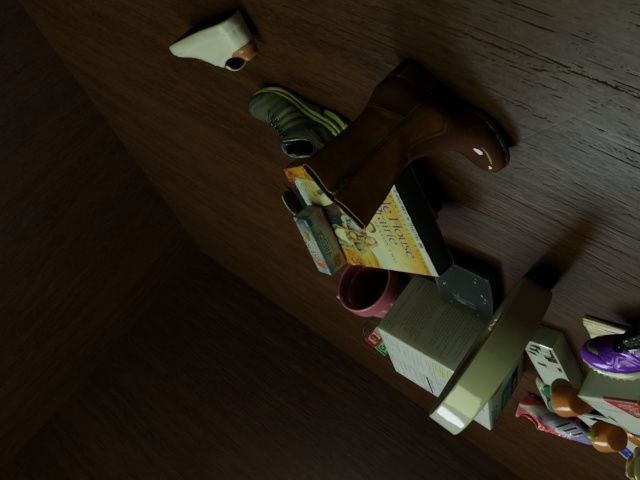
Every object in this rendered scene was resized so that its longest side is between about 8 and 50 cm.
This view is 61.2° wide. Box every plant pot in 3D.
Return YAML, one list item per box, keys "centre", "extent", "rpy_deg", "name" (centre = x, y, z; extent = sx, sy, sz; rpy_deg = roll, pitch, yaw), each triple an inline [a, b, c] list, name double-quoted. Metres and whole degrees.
- centre: [0.189, 0.167, 1.756]
  extent: [0.180, 0.201, 0.201]
  rpy_deg: [33, 170, -41]
  name: "plant pot"

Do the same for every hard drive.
- centre: [0.387, 0.119, 1.427]
  extent: [0.172, 0.054, 0.254]
  rpy_deg: [28, 159, 32]
  name: "hard drive"

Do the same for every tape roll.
- centre: [0.383, 0.257, 1.226]
  extent: [0.072, 0.392, 0.392]
  rpy_deg: [35, 162, 17]
  name: "tape roll"

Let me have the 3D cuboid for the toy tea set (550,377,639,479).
- centre: [0.712, 0.442, 1.339]
  extent: [0.336, 0.200, 0.124]
  rpy_deg: [42, 161, 0]
  name: "toy tea set"

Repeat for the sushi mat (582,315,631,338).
- centre: [0.717, 0.247, 1.136]
  extent: [0.317, 0.019, 0.151]
  rpy_deg: [16, 152, 52]
  name: "sushi mat"

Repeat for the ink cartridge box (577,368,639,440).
- centre: [0.754, 0.380, 1.192]
  extent: [0.273, 0.114, 0.197]
  rpy_deg: [35, 165, -2]
  name: "ink cartridge box"

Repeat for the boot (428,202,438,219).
- centre: [0.178, -0.072, 1.348]
  extent: [0.123, 0.095, 0.258]
  rpy_deg: [49, 153, -9]
  name: "boot"

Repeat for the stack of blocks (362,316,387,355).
- centre: [0.242, 0.296, 1.961]
  extent: [0.087, 0.171, 0.297]
  rpy_deg: [39, -179, 2]
  name: "stack of blocks"

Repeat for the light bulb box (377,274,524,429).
- centre: [0.406, 0.340, 1.651]
  extent: [0.361, 0.225, 0.358]
  rpy_deg: [27, 158, 32]
  name: "light bulb box"

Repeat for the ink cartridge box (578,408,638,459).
- centre: [0.881, 0.562, 1.510]
  extent: [0.333, 0.065, 0.165]
  rpy_deg: [40, 163, -6]
  name: "ink cartridge box"

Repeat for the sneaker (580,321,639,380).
- centre: [0.630, 0.187, 1.026]
  extent: [0.293, 0.102, 0.146]
  rpy_deg: [-8, 120, 53]
  name: "sneaker"

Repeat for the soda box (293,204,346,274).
- centre: [0.000, 0.000, 1.416]
  extent: [0.058, 0.063, 0.183]
  rpy_deg: [16, 137, 52]
  name: "soda box"

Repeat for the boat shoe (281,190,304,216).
- centre: [-0.086, -0.108, 1.825]
  extent: [0.049, 0.056, 0.152]
  rpy_deg: [7, 144, 51]
  name: "boat shoe"

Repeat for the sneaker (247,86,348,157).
- centre: [-0.071, -0.270, 1.280]
  extent: [0.300, 0.121, 0.111]
  rpy_deg: [29, 159, 31]
  name: "sneaker"

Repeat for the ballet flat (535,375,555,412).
- centre: [0.709, 0.471, 1.677]
  extent: [0.168, 0.057, 0.052]
  rpy_deg: [56, -176, -35]
  name: "ballet flat"

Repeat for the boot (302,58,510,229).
- centre: [0.152, -0.131, 0.903]
  extent: [0.264, 0.280, 0.096]
  rpy_deg: [42, 163, -8]
  name: "boot"

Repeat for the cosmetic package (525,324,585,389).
- centre: [0.617, 0.317, 1.441]
  extent: [0.099, 0.060, 0.239]
  rpy_deg: [18, 153, 52]
  name: "cosmetic package"

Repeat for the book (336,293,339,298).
- centre: [0.124, 0.147, 1.880]
  extent: [0.035, 0.144, 0.096]
  rpy_deg: [44, 163, -15]
  name: "book"

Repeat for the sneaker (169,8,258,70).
- centre: [-0.250, -0.438, 1.251]
  extent: [0.290, 0.106, 0.123]
  rpy_deg: [15, 148, 50]
  name: "sneaker"

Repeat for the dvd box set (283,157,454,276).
- centre: [0.099, -0.068, 1.302]
  extent: [0.420, 0.062, 0.307]
  rpy_deg: [6, 130, 58]
  name: "dvd box set"

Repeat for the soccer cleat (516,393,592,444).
- centre: [0.774, 0.609, 1.790]
  extent: [0.248, 0.095, 0.083]
  rpy_deg: [30, 160, 28]
  name: "soccer cleat"
